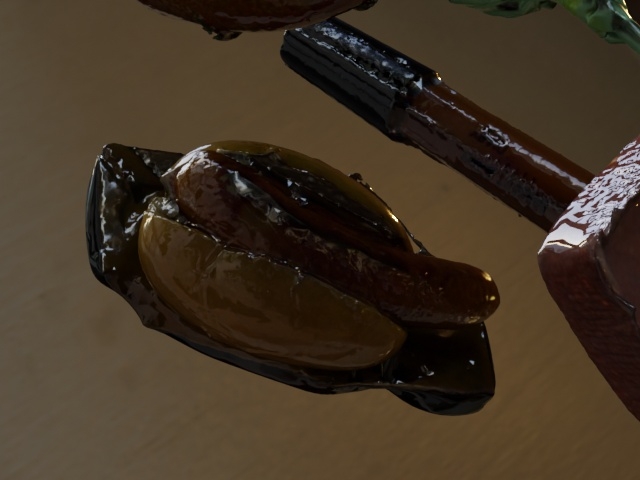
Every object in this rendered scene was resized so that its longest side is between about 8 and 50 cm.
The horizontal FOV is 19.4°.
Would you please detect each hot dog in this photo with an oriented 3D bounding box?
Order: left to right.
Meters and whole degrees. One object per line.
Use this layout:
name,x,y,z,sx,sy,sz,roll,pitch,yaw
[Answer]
hot dog,-0.002,0.005,1.369,0.107,0.326,0.194,130,-35,-58

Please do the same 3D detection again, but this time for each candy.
candy,0.145,-0.109,0.962,0.305,0.091,0.083,52,-17,46

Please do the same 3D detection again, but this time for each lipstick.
lipstick,0.126,-0.098,1.716,0.418,0.077,0.077,35,-50,32

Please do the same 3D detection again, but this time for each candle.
candle,0.293,0.030,1.398,0.131,0.287,0.316,-7,-99,61

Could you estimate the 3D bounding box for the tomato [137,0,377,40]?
tomato,-0.042,-0.309,1.443,0.304,0.303,0.239,11,-45,35
